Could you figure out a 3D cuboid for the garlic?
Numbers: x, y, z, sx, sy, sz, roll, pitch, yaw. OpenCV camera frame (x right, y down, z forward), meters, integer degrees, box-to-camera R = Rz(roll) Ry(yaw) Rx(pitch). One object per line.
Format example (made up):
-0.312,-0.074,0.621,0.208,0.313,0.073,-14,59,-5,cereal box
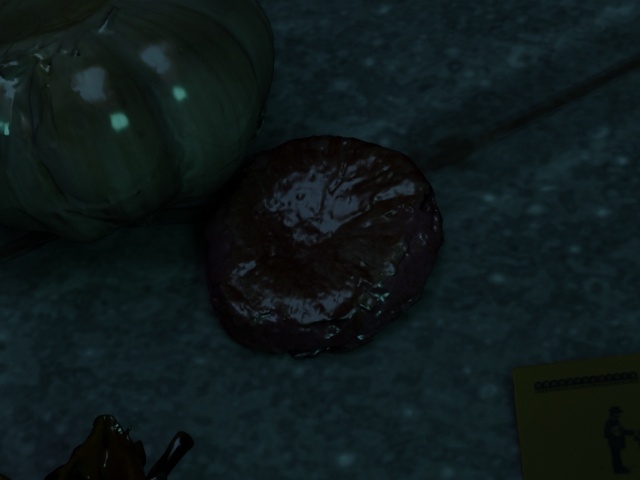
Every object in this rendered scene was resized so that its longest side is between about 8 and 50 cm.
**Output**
-0.128,-0.084,1.131,0.227,0.152,0.228,-11,32,7,garlic

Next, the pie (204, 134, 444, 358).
0.000,0.000,1.108,0.153,0.038,0.154,-6,52,8,pie

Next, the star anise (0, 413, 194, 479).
-0.130,0.194,0.924,0.220,0.126,0.190,-5,42,-30,star anise

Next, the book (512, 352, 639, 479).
0.164,0.131,0.978,0.118,0.012,0.172,-7,49,6,book
